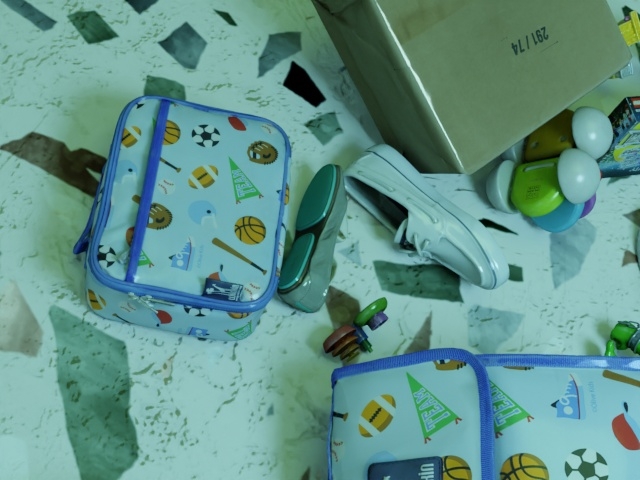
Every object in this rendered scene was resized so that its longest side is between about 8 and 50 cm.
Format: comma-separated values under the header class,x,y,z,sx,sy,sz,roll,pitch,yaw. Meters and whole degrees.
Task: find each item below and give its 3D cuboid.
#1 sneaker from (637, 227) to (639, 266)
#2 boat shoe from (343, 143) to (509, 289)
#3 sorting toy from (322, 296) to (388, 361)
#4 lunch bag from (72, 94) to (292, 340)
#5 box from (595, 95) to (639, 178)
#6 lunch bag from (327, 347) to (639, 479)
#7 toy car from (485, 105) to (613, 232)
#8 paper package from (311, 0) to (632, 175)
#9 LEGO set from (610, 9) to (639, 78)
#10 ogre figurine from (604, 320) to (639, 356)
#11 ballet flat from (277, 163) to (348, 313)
class,x,y,z,sx,sy,sz,roll,pitch,yaw
sneaker,0.525,0.052,1.723,0.102,0.161,0.282,0,60,-18
boat shoe,0.130,-0.016,1.674,0.258,0.095,0.084,42,60,20
sorting toy,0.052,0.117,1.577,0.102,0.061,0.042,-37,77,-9
lunch bag,-0.165,-0.027,1.555,0.243,0.115,0.303,13,56,-9
box,0.502,-0.153,1.834,0.233,0.159,0.044,-6,65,-23
lunch bag,0.198,0.298,1.418,0.385,0.239,0.328,3,64,-3
toy car,0.329,-0.089,1.763,0.136,0.159,0.182,50,48,-32
paper package,0.202,-0.286,1.697,0.325,0.168,0.309,-35,107,-19
LEGO set,0.465,-0.282,1.958,0.287,0.107,0.132,-3,97,-26
ogre figurine,0.413,0.197,1.634,0.118,0.097,0.197,9,38,19
ballet flat,0.000,0.000,1.634,0.068,0.072,0.213,39,52,-28
